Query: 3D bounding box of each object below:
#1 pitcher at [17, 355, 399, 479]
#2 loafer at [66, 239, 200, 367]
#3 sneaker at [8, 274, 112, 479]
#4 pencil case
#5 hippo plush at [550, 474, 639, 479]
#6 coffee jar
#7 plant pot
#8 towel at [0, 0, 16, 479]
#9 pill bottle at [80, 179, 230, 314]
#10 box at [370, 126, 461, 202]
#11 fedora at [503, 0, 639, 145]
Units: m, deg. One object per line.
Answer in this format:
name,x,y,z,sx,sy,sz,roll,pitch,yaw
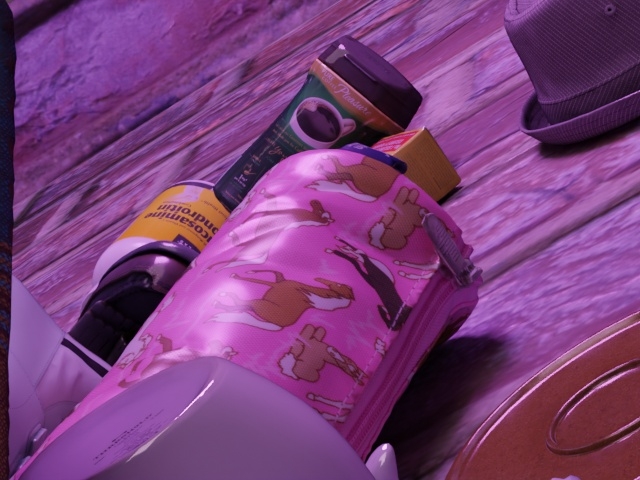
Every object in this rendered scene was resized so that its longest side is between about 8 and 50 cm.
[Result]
pitcher,0.004,0.132,0.659,0.178,0.207,0.125,-38,14,-24
loafer,-0.145,0.107,1.310,0.095,0.109,0.302,-54,3,-36
sneaker,-0.163,0.129,1.052,0.094,0.151,0.256,-35,30,26
pencil case,-0.034,0.089,1.044,0.167,0.160,0.386,-52,0,34
hippo plush,0.115,0.099,0.436,0.294,0.234,0.236,-41,15,-27
coffee jar,-0.001,-0.081,1.619,0.184,0.096,0.079,-50,-19,5
plant pot,0.145,0.085,0.884,0.236,0.032,0.236,-31,13,8
towel,-0.138,0.120,0.705,0.040,0.271,0.370,1,-29,-11
pill bottle,-0.134,0.029,1.638,0.103,0.103,0.184,-26,15,31
box,0.000,0.000,1.509,0.232,0.058,0.087,-38,12,-21
fedora,0.250,-0.192,1.450,0.275,0.124,0.244,-31,13,12
